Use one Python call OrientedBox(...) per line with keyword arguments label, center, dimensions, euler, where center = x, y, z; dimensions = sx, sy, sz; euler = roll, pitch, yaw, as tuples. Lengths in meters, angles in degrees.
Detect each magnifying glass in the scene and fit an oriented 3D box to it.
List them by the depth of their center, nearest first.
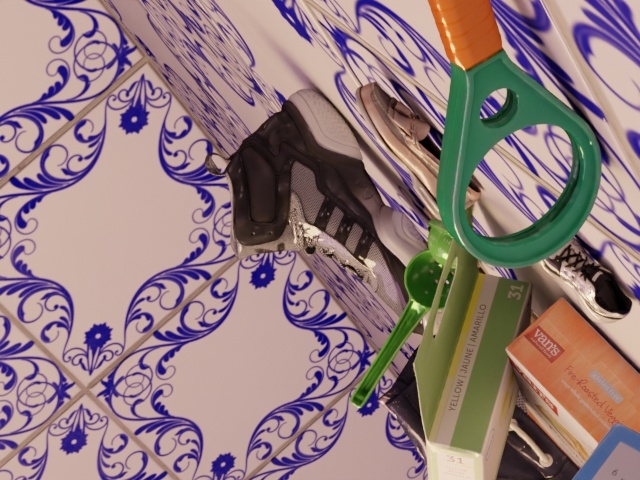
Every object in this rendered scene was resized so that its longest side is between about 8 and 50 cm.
OrientedBox(label="magnifying glass", center=(0.086, -0.076, 0.894), dimensions=(0.026, 0.092, 0.231), euler=(48, 167, 50))

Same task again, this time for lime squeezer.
OrientedBox(label="lime squeezer", center=(0.095, 0.027, 1.554), dimensions=(0.059, 0.110, 0.310), euler=(47, 145, 17))

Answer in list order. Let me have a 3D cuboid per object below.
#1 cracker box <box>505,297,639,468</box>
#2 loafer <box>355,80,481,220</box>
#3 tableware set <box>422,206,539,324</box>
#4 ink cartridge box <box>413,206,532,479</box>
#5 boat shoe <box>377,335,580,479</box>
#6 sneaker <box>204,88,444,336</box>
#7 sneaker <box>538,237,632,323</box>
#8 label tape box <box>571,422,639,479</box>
OrientedBox(label="cracker box", center=(0.235, 0.152, 1.442), dimensions=(0.156, 0.067, 0.232), euler=(47, 175, 22))
OrientedBox(label="loafer", center=(0.075, -0.072, 1.324), dimensions=(0.125, 0.039, 0.045), euler=(53, -152, -19))
OrientedBox(label="tableware set", center=(0.154, 0.062, 1.647), dimensions=(0.194, 0.039, 0.128), euler=(46, 175, 30))
OrientedBox(label="ink cartridge box", center=(0.126, 0.096, 1.422), dimensions=(0.056, 0.171, 0.235), euler=(12, 147, 13))
OrientedBox(label="boat shoe", center=(0.205, 0.224, 1.769), dimensions=(0.340, 0.158, 0.127), euler=(49, 176, -3))
OrientedBox(label="sneaker", center=(0.000, 0.000, 1.675), dimensions=(0.268, 0.153, 0.101), euler=(58, 171, 7))
OrientedBox(label="sneaker", center=(0.175, 0.020, 1.163), dimensions=(0.083, 0.032, 0.037), euler=(45, 163, -11))
OrientedBox(label="label tape box", center=(0.288, 0.296, 1.185), dimensions=(0.249, 0.115, 0.347), euler=(28, 155, 29))
